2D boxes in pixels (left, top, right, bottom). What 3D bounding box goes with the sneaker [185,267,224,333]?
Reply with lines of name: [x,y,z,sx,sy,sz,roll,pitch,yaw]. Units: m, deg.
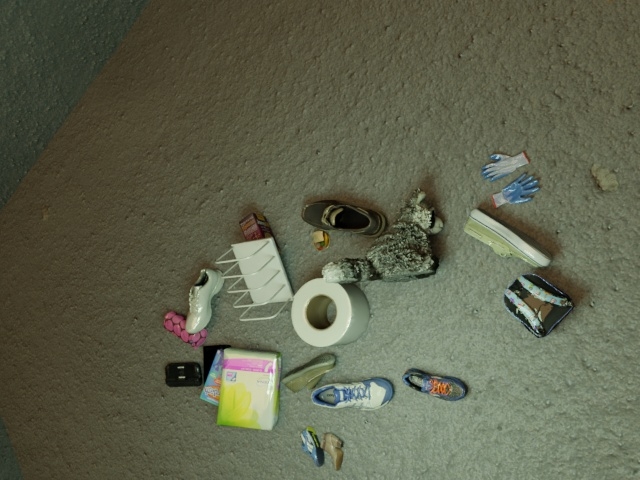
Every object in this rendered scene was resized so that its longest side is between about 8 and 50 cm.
sneaker: [-0.522,0.252,2.126,0.111,0.129,0.296,10,74,24]

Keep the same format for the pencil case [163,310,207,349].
pencil case: [-0.604,0.396,2.196,0.209,0.095,0.098,24,106,32]

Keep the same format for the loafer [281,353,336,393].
loafer: [-0.032,0.507,1.873,0.251,0.094,0.087,-32,92,30]

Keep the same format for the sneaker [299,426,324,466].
sneaker: [-0.032,0.770,1.838,0.059,0.053,0.144,-36,58,18]

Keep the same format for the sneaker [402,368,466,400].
sneaker: [0.371,0.485,1.646,0.221,0.087,0.083,4,84,29]

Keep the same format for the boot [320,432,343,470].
boot: [0.039,0.766,1.809,0.087,0.042,0.118,5,82,36]

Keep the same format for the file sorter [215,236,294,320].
file sorter: [-0.259,0.157,1.931,0.193,0.173,0.277,-8,111,28]

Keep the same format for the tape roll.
tape roll: [0.039,0.265,1.820,0.246,0.169,0.245,-6,78,29]

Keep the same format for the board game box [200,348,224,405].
board game box: [-0.381,0.572,2.029,0.160,0.047,0.210,18,86,10]

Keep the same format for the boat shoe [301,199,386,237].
boat shoe: [0.072,-0.097,1.887,0.356,0.130,0.132,8,85,29]

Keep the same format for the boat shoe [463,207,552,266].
boat shoe: [0.603,0.004,1.609,0.302,0.109,0.094,43,118,36]

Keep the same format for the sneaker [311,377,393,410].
sneaker: [0.108,0.554,1.754,0.297,0.131,0.111,-16,72,24]

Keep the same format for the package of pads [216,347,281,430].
package of pads: [-0.271,0.579,1.939,0.229,0.101,0.296,4,84,8]

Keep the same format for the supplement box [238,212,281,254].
supplement box: [-0.252,-0.012,2.064,0.081,0.104,0.188,-33,67,20]

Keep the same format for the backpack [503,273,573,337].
backpack: [0.661,0.193,1.522,0.173,0.117,0.158,43,102,27]

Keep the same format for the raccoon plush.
raccoon plush: [0.221,-0.022,1.660,0.216,0.447,0.298,-30,63,57]

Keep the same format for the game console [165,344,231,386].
game console: [-0.535,0.567,2.152,0.362,0.044,0.213,-9,77,25]

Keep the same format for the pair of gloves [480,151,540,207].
pair of gloves: [0.633,-0.210,1.664,0.159,0.023,0.198,-23,72,23]

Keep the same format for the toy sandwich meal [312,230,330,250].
toy sandwich meal: [0.000,0.000,1.967,0.086,0.029,0.085,-5,79,28]
